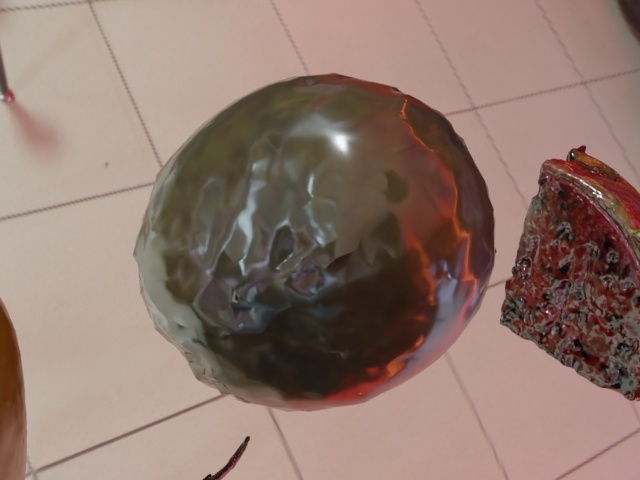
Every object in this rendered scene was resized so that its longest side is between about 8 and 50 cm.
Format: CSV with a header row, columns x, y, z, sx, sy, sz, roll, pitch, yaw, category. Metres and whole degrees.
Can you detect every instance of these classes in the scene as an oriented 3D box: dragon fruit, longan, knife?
x,y,z,sx,sy,sz,roll,pitch,yaw,category
0.206,0.014,0.581,0.127,0.120,0.161,31,29,28,dragon fruit
0.000,0.002,1.054,0.404,0.436,0.404,44,27,-29,longan
-0.178,0.397,1.440,0.021,0.045,0.222,26,28,14,knife

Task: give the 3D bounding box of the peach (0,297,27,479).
x,y,z,sx,sy,sz,roll,pitch,yaw,category
-0.266,0.090,0.361,0.281,0.315,0.314,38,87,-33,peach
